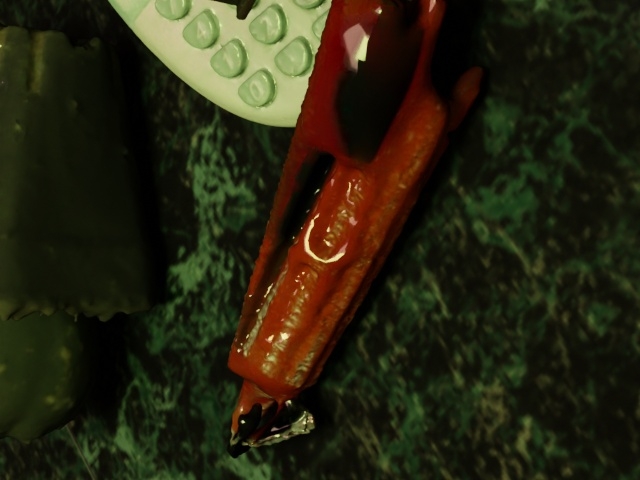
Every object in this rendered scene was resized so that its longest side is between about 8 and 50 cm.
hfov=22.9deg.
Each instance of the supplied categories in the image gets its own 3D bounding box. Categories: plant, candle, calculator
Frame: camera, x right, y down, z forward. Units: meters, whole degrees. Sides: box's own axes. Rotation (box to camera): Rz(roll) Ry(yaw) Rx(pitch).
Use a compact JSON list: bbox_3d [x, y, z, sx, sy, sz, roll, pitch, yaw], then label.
[{"bbox_3d":[-0.189,-0.004,0.954,0.164,0.142,0.256,9,96,43],"label":"plant"},{"bbox_3d":[0.000,0.000,0.816,0.084,0.059,0.301,22,119,-4],"label":"candle"},{"bbox_3d":[-0.059,-0.195,0.829,0.184,0.042,0.295,-37,85,30],"label":"calculator"}]

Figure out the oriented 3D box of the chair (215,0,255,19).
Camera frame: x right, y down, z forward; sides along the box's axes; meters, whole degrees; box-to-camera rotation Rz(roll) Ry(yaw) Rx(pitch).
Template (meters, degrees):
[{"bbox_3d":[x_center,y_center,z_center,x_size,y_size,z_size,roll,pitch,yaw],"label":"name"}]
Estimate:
[{"bbox_3d":[-0.003,-0.160,0.734,0.101,0.212,0.084,132,141,-53],"label":"chair"}]
